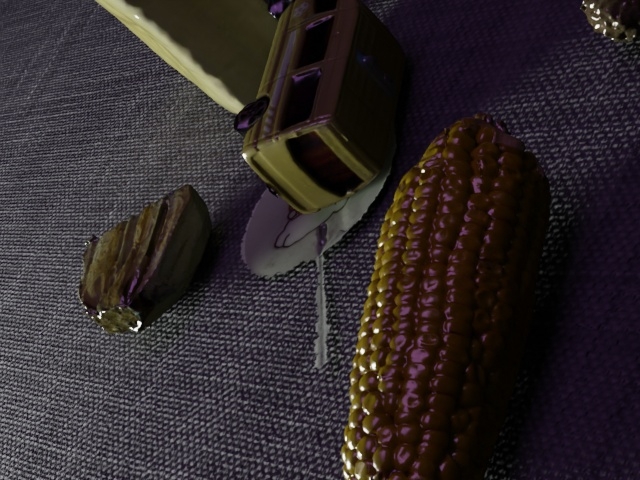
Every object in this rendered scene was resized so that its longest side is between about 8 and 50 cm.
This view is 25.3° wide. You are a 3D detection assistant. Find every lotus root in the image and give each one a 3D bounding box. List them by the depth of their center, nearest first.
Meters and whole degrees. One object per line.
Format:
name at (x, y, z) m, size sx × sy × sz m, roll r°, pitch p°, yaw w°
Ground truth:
lotus root at (-0.169, 0.036, 1.376) m, size 0.143 × 0.070 × 0.144 m, roll -23°, pitch 36°, yaw 30°

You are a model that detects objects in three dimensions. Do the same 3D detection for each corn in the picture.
corn at (0.085, 0.050, 0.966) m, size 0.119 × 0.119 × 0.322 m, roll -18°, pitch 44°, yaw 44°

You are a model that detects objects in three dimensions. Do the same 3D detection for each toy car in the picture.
toy car at (0.012, -0.151, 1.297) m, size 0.124 × 0.101 × 0.257 m, roll -21°, pitch 40°, yaw 34°

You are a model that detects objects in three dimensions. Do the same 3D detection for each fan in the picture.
fan at (0.001, 0.000, 1.241) m, size 0.191 × 0.009 × 0.329 m, roll -36°, pitch 30°, yaw 22°

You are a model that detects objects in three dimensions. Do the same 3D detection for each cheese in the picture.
cheese at (-0.167, -0.271, 1.510) m, size 0.124 × 0.265 × 0.242 m, roll -52°, pitch 29°, yaw -1°

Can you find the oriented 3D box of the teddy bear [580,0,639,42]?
teddy bear at (0.293, -0.245, 1.007) m, size 0.129 × 0.182 × 0.251 m, roll -26°, pitch 12°, yaw -37°
